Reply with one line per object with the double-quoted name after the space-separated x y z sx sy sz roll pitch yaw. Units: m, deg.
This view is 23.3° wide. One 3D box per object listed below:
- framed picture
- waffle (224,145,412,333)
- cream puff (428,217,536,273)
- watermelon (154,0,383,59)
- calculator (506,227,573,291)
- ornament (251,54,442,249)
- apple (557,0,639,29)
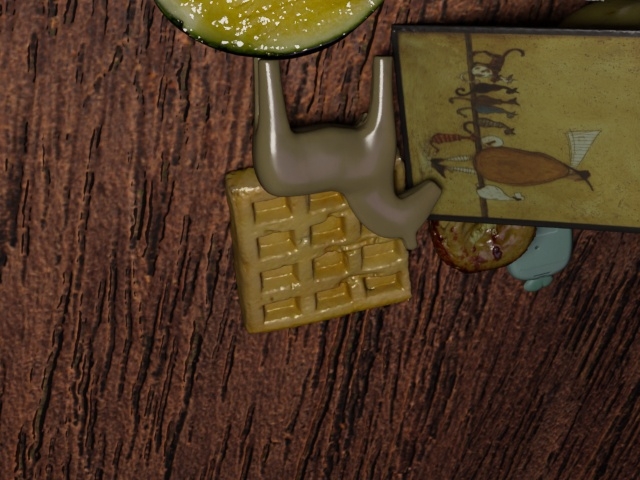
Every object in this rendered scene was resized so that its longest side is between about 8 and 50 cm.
0.252 -0.129 1.814 0.338 0.014 0.255 5 119 22 "framed picture"
0.000 0.000 1.946 0.221 0.055 0.248 -13 128 -10 "waffle"
0.205 -0.031 1.978 0.149 0.084 0.149 -8 122 -13 "cream puff"
-0.037 -0.271 1.709 0.301 0.123 0.129 -13 113 -2 "watermelon"
0.293 0.008 2.077 0.095 0.021 0.153 -13 125 -10 "calculator"
0.033 -0.101 1.831 0.230 0.061 0.245 -5 107 -14 "ornament"
0.363 -0.200 1.848 0.200 0.200 0.200 -10 128 -13 "apple"
